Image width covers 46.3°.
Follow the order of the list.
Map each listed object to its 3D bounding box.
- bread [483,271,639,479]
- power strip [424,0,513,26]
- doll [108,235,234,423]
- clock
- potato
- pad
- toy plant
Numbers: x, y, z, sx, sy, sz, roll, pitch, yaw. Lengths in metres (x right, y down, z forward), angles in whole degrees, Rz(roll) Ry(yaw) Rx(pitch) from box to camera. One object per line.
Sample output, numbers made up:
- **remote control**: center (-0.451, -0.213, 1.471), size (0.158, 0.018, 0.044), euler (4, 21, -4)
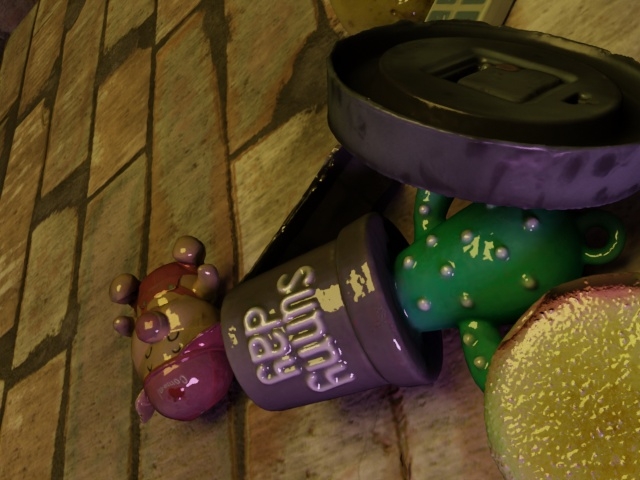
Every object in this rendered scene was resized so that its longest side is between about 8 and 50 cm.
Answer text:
- **bread**: center (0.240, 0.134, 0.584), size (0.228, 0.033, 0.228), euler (-4, 78, 21)
- **power strip**: center (0.237, -0.391, 0.983), size (0.106, 0.043, 0.367), euler (22, 85, 51)
- **doll**: center (-0.204, 0.128, 1.078), size (0.196, 0.152, 0.256), euler (-53, 41, 31)
- **clock**: center (0.163, -0.133, 0.709), size (0.325, 0.325, 0.067), euler (-127, 35, -50)
- **potato**: center (0.089, -0.336, 1.040), size (0.149, 0.120, 0.081), euler (-28, 48, 47)
- **pad**: center (0.000, 0.000, 0.916), size (0.022, 0.174, 0.233), euler (42, 99, 32)
- **toy plant**: center (0.103, 0.057, 0.755), size (0.400, 0.185, 0.279), euler (-22, 42, 18)
